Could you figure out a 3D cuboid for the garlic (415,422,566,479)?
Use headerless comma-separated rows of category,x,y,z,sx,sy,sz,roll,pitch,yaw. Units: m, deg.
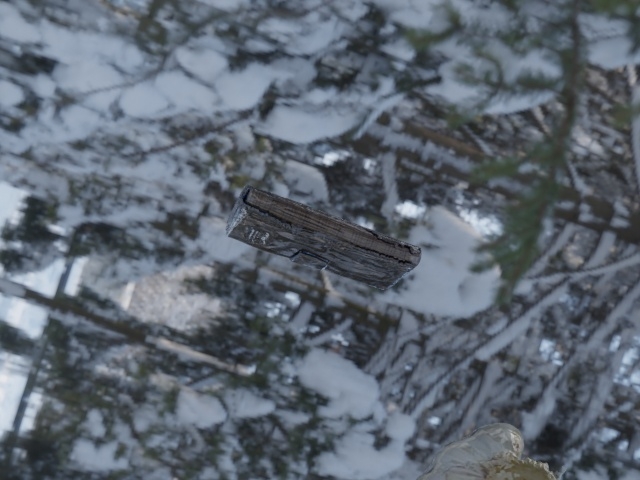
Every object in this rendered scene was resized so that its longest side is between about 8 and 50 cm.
garlic,0.095,0.170,0.609,0.113,0.074,0.094,-53,169,-25

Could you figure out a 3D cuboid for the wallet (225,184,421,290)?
wallet,0.000,0.000,1.175,0.124,0.230,0.042,131,-25,-65
